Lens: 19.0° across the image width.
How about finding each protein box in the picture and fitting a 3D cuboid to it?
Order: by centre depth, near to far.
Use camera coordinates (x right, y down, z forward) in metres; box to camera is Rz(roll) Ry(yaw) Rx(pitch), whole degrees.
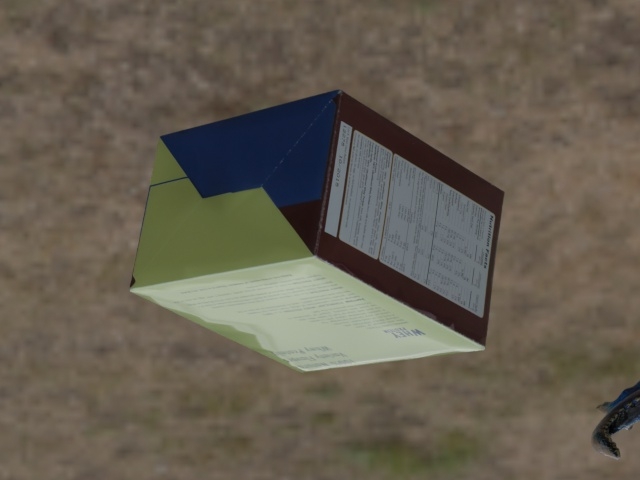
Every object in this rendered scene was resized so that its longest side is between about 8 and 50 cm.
[{"bbox_3d":[0.000,0.000,1.485,0.200,0.136,0.201,-11,151,42],"label":"protein box"}]

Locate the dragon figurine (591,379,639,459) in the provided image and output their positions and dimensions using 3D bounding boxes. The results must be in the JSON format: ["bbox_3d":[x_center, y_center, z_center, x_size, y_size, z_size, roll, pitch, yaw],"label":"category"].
[{"bbox_3d":[0.272,0.090,1.305,0.289,0.085,0.144,12,118,-53],"label":"dragon figurine"}]
